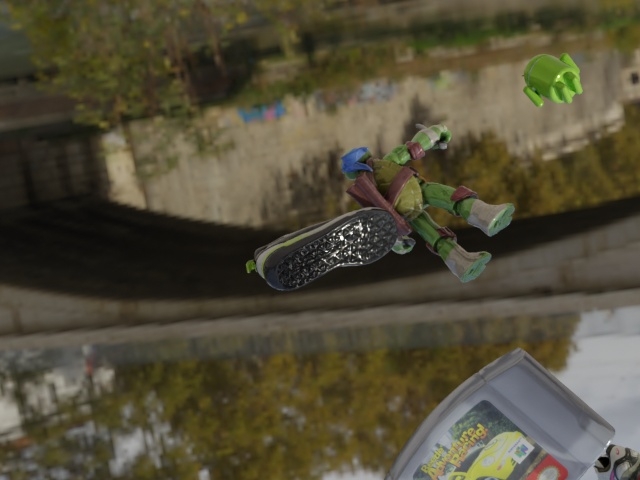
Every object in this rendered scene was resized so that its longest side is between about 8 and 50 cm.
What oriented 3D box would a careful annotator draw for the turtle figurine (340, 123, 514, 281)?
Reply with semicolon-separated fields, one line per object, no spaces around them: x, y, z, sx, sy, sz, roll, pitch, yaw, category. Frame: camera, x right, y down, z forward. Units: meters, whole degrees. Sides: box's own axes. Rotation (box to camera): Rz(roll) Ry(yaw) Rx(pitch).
0.174;-0.068;2.083;0.266;0.198;0.274;37;175;23;turtle figurine

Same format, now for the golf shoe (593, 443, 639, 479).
0.473;0.370;2.126;0.067;0.086;0.186;-48;165;-23;golf shoe

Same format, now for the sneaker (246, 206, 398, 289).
0.000;0.000;1.966;0.235;0.084;0.097;-18;-157;-24;sneaker

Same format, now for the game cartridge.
0.210;0.290;1.706;0.294;0.196;0.060;-49;-174;4;game cartridge

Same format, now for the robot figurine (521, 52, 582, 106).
0.391;-0.274;2.258;0.101;0.067;0.115;-43;-138;-7;robot figurine
